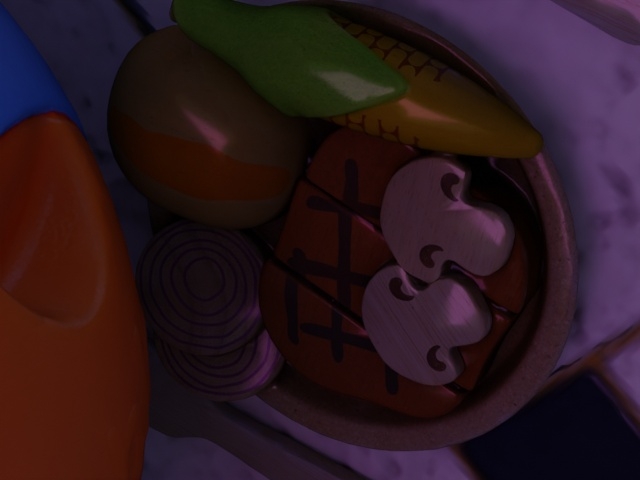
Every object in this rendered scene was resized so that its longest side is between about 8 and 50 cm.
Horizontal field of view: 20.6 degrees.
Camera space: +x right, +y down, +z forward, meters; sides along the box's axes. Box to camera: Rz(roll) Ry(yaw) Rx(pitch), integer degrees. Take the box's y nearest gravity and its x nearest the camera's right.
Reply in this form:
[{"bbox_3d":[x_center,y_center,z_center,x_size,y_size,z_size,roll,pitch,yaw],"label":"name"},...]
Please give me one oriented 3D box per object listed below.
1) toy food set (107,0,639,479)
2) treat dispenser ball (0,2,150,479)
[{"bbox_3d":[0.000,0.000,0.444,0.132,0.038,0.192,28,124,17],"label":"toy food set"},{"bbox_3d":[-0.185,0.036,0.415,0.288,0.288,0.288,13,118,25],"label":"treat dispenser ball"}]
